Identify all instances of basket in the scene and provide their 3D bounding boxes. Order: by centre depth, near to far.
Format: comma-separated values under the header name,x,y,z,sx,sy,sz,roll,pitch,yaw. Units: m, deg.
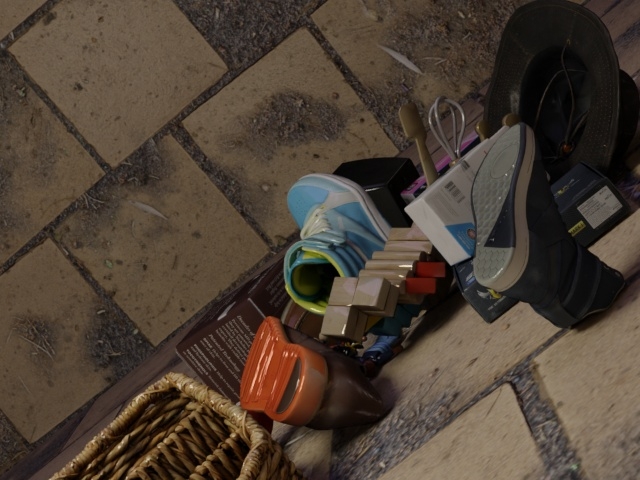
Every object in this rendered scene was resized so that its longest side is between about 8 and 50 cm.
name,x,y,z,sx,sy,sz,roll,pitch,yaw
basket,-0.176,0.310,1.428,0.299,0.223,0.213,-41,7,-21

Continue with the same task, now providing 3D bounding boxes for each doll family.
name,x,y,z,sx,sy,sz,roll,pitch,yaw
doll family,0.034,0.168,1.863,0.193,0.076,0.111,-31,5,34

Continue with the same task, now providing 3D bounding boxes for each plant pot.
name,x,y,z,sx,sy,sz,roll,pitch,yaw
plant pot,0.116,-0.060,2.520,0.167,0.187,0.188,-19,18,34

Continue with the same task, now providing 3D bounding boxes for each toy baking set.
name,x,y,z,sx,sy,sz,roll,pitch,yaw
toy baking set,0.209,-0.097,1.816,0.030,0.256,0.197,-17,64,62

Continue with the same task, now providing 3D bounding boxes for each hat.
name,x,y,z,sx,sy,sz,roll,pitch,yaw
hat,0.377,-0.198,1.888,0.134,0.331,0.331,-2,-12,-26

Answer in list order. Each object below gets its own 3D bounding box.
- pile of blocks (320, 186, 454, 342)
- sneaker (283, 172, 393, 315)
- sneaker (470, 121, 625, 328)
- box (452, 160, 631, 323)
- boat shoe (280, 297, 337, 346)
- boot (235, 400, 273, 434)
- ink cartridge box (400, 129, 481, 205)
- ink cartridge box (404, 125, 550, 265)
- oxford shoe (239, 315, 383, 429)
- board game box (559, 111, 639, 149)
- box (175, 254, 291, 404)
name,x,y,z,sx,sy,sz,roll,pitch,yaw
pile of blocks,0.149,0.052,1.824,0.112,0.149,0.362,1,31,40
sneaker,0.000,0.000,1.968,0.208,0.319,0.127,-4,-54,-40
sneaker,0.246,-0.009,1.390,0.086,0.163,0.226,-38,32,44
box,0.281,-0.002,1.680,0.233,0.059,0.183,-39,6,9
boat shoe,0.058,0.085,2.086,0.120,0.122,0.324,-23,17,49
boot,-0.085,0.282,1.720,0.176,0.088,0.244,-34,17,38
ink cartridge box,0.302,-0.170,2.100,0.371,0.069,0.176,-38,7,-6
ink cartridge box,0.215,-0.062,1.754,0.180,0.104,0.060,-40,2,-25
oxford shoe,-0.020,0.191,1.735,0.364,0.133,0.130,-151,79,-74
board game box,0.349,-0.133,2.141,0.319,0.066,0.318,-40,7,-4
box,-0.099,0.164,2.196,0.203,0.167,0.168,-35,8,35
